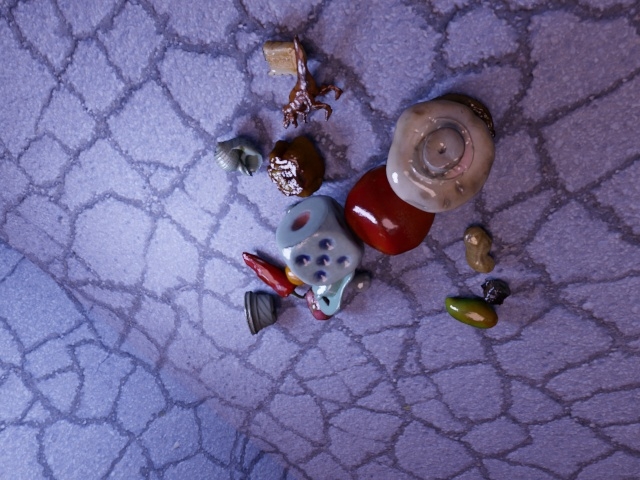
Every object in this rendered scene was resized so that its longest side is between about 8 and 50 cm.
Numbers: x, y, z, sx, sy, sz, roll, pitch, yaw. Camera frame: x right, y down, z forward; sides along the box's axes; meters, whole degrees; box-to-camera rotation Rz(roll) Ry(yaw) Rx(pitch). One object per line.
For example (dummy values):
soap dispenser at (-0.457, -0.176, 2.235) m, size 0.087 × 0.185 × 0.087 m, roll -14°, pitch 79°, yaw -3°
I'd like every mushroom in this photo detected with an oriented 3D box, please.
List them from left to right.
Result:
mushroom at (0.358, -0.278, 1.478) m, size 0.325 × 0.353 × 0.353 m, roll 53°, pitch 138°, yaw 32°

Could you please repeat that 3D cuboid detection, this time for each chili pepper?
chili pepper at (-0.223, 0.177, 2.265) m, size 0.388 × 0.110 × 0.110 m, roll 38°, pitch 128°, yaw -4°

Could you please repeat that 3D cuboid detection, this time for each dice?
dice at (0.000, 0.000, 1.859) m, size 0.265 × 0.268 × 0.262 m, roll -34°, pitch 124°, yaw 16°

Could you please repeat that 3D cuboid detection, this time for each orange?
orange at (-0.093, 0.143, 2.181) m, size 0.136 × 0.135 × 0.117 m, roll -8°, pitch 155°, yaw 26°

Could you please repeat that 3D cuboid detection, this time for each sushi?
sushi at (0.729, 0.210, 1.940) m, size 0.094 × 0.098 × 0.084 m, roll 11°, pitch 133°, yaw -10°

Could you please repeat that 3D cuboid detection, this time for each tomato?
tomato at (0.258, -0.114, 1.740) m, size 0.325 × 0.293 × 0.290 m, roll 40°, pitch 176°, yaw 29°

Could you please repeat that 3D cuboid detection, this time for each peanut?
peanut at (0.625, 0.041, 1.848) m, size 0.103 × 0.098 × 0.229 m, roll 15°, pitch 136°, yaw 45°

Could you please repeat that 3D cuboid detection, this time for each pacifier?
pacifier at (0.102, 0.166, 2.090) m, size 0.269 × 0.288 × 0.343 m, roll 13°, pitch 113°, yaw -29°

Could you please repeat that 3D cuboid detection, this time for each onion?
onion at (0.019, 0.295, 2.247) m, size 0.184 × 0.147 × 0.183 m, roll 5°, pitch 96°, yaw 52°

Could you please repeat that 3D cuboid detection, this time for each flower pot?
flower pot at (-0.299, 0.360, 2.376) m, size 0.141 × 0.235 × 0.235 m, roll -8°, pitch 123°, yaw 0°

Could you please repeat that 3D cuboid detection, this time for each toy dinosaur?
toy dinosaur at (-0.028, -0.535, 1.667) m, size 0.208 × 0.097 × 0.432 m, roll 18°, pitch 148°, yaw -5°

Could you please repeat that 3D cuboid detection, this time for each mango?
mango at (0.650, 0.305, 2.019) m, size 0.233 × 0.111 × 0.125 m, roll 25°, pitch 116°, yaw 19°

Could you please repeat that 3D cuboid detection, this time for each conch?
conch at (-0.342, -0.352, 1.923) m, size 0.172 × 0.131 × 0.200 m, roll -39°, pitch 146°, yaw 14°

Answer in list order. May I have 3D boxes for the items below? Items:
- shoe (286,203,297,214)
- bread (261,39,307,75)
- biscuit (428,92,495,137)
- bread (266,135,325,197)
shoe at (-0.060, -0.048, 2.048) m, size 0.251 × 0.100 × 0.103 m, roll 42°, pitch 129°, yaw -14°
bread at (-0.129, -0.646, 1.658) m, size 0.177 × 0.084 × 0.119 m, roll 9°, pitch 128°, yaw 15°
biscuit at (0.452, -0.375, 1.631) m, size 0.296 × 0.075 × 0.295 m, roll 9°, pitch 124°, yaw 14°
bread at (-0.105, -0.284, 1.875) m, size 0.232 × 0.135 × 0.246 m, roll 0°, pitch 128°, yaw 36°
